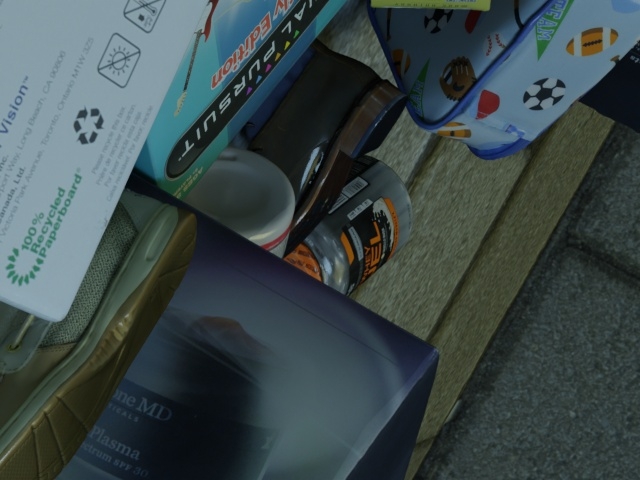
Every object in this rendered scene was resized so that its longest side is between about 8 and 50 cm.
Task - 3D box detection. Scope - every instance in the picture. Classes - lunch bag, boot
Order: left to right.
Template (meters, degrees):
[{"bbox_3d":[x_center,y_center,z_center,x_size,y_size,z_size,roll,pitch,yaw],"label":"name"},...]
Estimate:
[{"bbox_3d":[-0.186,0.038,0.776,0.213,0.165,0.077,-58,168,-29],"label":"boot"},{"bbox_3d":[-0.029,-0.071,1.224,0.219,0.106,0.082,-51,169,18],"label":"boot"},{"bbox_3d":[0.177,-0.236,1.202,0.115,0.243,0.303,22,127,-36],"label":"lunch bag"}]

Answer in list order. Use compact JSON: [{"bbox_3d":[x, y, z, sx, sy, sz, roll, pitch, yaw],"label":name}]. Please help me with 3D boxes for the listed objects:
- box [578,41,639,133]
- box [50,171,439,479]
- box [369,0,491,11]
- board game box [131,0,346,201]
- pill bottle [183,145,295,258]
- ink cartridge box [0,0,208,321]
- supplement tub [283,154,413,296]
[{"bbox_3d":[0.456,-0.439,1.645,0.480,0.297,0.471,-55,162,-19],"label":"box"},{"bbox_3d":[-0.133,0.135,0.880,0.294,0.296,0.182,-50,161,-35],"label":"box"},{"bbox_3d":[0.079,-0.276,0.977,0.058,0.087,0.232,75,18,-83],"label":"box"},{"bbox_3d":[-0.065,-0.200,0.878,0.253,0.079,0.336,-53,163,-22],"label":"board game box"},{"bbox_3d":[-0.087,0.022,1.158,0.108,0.108,0.180,-45,159,-42],"label":"pill bottle"},{"bbox_3d":[-0.152,-0.167,0.552,0.330,0.071,0.324,34,78,-54],"label":"ink cartridge box"},{"bbox_3d":[0.000,0.000,1.368,0.190,0.117,0.117,-40,155,-51],"label":"supplement tub"}]
